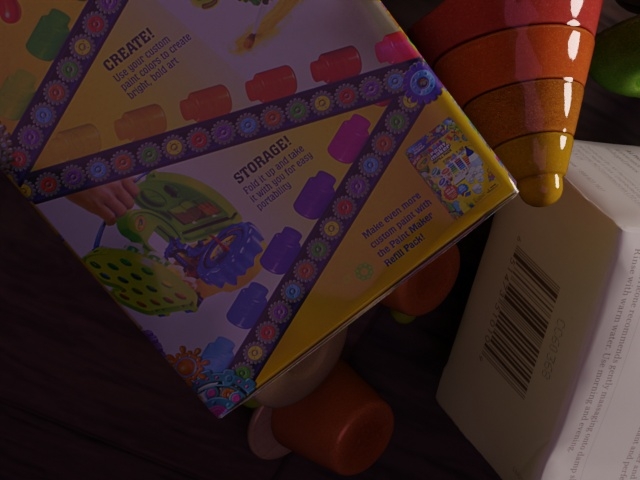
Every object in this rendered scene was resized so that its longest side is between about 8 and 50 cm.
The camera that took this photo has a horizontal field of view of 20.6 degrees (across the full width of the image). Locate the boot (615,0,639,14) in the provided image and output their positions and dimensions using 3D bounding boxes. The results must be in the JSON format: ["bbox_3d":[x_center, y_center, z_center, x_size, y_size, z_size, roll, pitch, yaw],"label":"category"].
[{"bbox_3d":[0.227,-0.324,1.071,0.223,0.118,0.338,27,99,-46],"label":"boot"}]

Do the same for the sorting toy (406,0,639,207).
[{"bbox_3d":[0.222,-0.079,1.116,0.366,0.127,0.126,1,73,-35],"label":"sorting toy"}]

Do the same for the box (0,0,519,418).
[{"bbox_3d":[-0.082,-0.114,0.875,0.177,0.290,0.279,-37,109,3],"label":"box"}]

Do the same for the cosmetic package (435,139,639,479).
[{"bbox_3d":[0.303,0.064,1.218,0.385,0.156,0.217,5,114,-25],"label":"cosmetic package"}]

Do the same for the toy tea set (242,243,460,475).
[{"bbox_3d":[0.000,0.000,1.178,0.200,0.124,0.336,4,112,-48],"label":"toy tea set"}]
